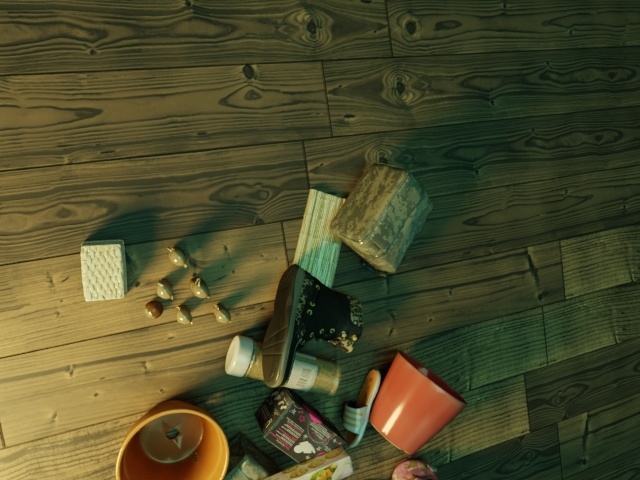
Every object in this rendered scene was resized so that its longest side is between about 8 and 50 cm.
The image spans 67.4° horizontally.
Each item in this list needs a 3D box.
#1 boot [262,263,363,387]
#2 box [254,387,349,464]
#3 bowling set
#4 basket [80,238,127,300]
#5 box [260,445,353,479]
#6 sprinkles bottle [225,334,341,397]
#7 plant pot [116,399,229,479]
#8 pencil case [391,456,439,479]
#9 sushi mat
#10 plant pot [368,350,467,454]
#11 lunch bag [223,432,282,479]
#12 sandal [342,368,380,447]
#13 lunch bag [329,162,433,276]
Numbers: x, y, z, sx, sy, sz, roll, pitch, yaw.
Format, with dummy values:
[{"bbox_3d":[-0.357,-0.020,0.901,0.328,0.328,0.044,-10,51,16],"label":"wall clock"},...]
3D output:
[{"bbox_3d":[-0.016,0.287,1.480,0.284,0.138,0.377,26,54,-27],"label":"boot"},{"bbox_3d":[-0.064,0.598,1.518,0.247,0.163,0.142,44,81,-17],"label":"box"},{"bbox_3d":[-0.404,0.176,1.383,0.200,0.154,0.287,-41,104,-14],"label":"bowling set"},{"bbox_3d":[-0.603,0.083,1.335,0.114,0.103,0.167,-4,93,-20],"label":"basket"},{"bbox_3d":[-0.062,0.702,1.402,0.324,0.067,0.063,-15,98,-18],"label":"box"},{"bbox_3d":[-0.114,0.400,1.513,0.356,0.121,0.121,20,86,-19],"label":"sprinkles bottle"},{"bbox_3d":[-0.421,0.589,1.370,0.291,0.203,0.290,-1,92,-20],"label":"plant pot"},{"bbox_3d":[0.368,0.888,1.564,0.160,0.386,0.167,12,100,-15],"label":"pencil case"},{"bbox_3d":[0.000,0.000,1.590,0.152,0.019,0.316,13,88,-21],"label":"sushi mat"},{"bbox_3d":[0.306,0.552,1.608,0.275,0.275,0.243,36,90,-17],"label":"plant pot"},{"bbox_3d":[-0.263,0.784,1.458,0.287,0.169,0.235,-43,105,-7],"label":"lunch bag"},{"bbox_3d":[0.120,0.554,1.622,0.076,0.102,0.265,26,75,-17],"label":"sandal"},{"bbox_3d":[0.217,-0.060,1.564,0.256,0.213,0.305,38,82,-35],"label":"lunch bag"}]
